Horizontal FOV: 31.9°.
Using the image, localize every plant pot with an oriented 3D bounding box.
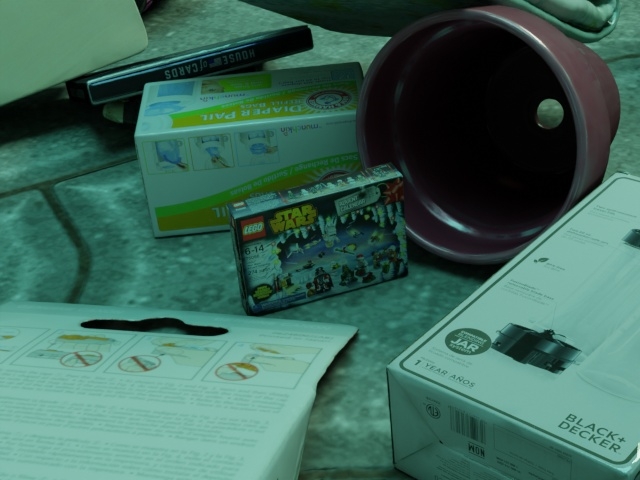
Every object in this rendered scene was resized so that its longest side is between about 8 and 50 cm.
[{"bbox_3d":[0.157,-0.098,0.929,0.201,0.201,0.180,15,22,30],"label":"plant pot"}]

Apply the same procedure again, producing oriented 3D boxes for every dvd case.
[{"bbox_3d":[-0.146,-0.189,1.203,0.239,0.029,0.179,-16,13,-16],"label":"dvd case"}]

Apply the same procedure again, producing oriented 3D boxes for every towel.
[{"bbox_3d":[0.064,-0.248,1.013,0.320,0.090,0.374,11,5,33],"label":"towel"}]

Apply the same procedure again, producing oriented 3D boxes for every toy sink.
[{"bbox_3d":[-0.325,-0.235,1.196,0.234,0.152,0.131,-24,15,-13],"label":"toy sink"}]

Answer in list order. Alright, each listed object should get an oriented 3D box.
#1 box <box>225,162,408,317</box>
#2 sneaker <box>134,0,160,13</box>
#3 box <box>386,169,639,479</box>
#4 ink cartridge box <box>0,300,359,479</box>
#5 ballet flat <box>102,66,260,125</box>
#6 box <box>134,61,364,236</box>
[{"bbox_3d":[0.000,0.000,0.872,0.137,0.094,0.027,-15,33,-13],"label":"box"},{"bbox_3d":[-0.236,-0.357,1.444,0.483,0.185,0.202,-24,54,-21],"label":"sneaker"},{"bbox_3d":[0.197,0.069,0.736,0.169,0.087,0.290,20,41,35],"label":"box"},{"bbox_3d":[-0.163,0.145,0.716,0.308,0.091,0.385,3,16,15],"label":"ink cartridge box"},{"bbox_3d":[-0.143,-0.152,1.176,0.173,0.049,0.057,-9,33,-6],"label":"ballet flat"},{"bbox_3d":[-0.054,-0.083,1.004,0.203,0.103,0.114,-6,32,0],"label":"box"}]
